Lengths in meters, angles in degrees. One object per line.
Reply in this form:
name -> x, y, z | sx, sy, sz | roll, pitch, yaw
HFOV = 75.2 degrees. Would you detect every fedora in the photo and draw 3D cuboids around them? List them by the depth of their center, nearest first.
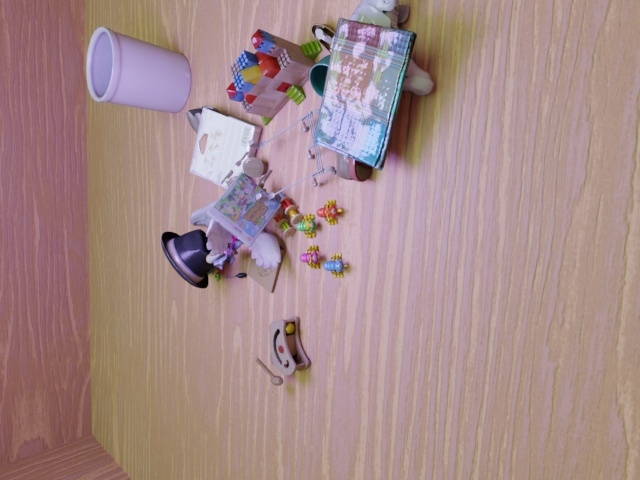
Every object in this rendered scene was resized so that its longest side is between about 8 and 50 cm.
fedora -> -0.548, 0.050, 1.834 | 0.152, 0.334, 0.334 | -37, 64, 2

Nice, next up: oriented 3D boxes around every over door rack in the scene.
over door rack -> -0.097, -0.301, 1.509 | 0.323, 0.108, 0.240 | -17, 76, 28

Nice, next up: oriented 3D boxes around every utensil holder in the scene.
utensil holder -> -0.879, -0.811, 2.027 | 0.327, 0.385, 0.329 | 5, 97, 42

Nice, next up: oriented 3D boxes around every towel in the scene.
towel -> 0.111, -0.421, 1.201 | 0.271, 0.040, 0.371 | 30, 122, 32

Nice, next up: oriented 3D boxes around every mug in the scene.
mug -> 0.053, -0.541, 1.370 | 0.157, 0.097, 0.130 | 21, 145, 27

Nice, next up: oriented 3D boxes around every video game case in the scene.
video game case -> -0.275, -0.116, 1.524 | 0.193, 0.213, 0.023 | 39, 152, -11

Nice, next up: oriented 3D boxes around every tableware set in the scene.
tableware set -> -0.309, -0.271, 1.722 | 0.194, 0.128, 0.039 | -43, 22, 23

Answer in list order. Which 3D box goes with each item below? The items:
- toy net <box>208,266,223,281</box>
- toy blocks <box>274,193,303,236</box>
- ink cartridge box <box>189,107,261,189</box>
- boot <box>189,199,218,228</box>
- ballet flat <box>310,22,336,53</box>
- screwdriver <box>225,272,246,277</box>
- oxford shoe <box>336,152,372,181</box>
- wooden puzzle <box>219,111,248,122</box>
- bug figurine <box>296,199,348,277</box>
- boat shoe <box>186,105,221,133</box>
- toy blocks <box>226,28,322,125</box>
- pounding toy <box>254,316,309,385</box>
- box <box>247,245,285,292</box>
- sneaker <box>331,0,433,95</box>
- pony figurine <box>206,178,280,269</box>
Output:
toy net -> -0.500, 0.074, 1.970 | 0.122, 0.045, 0.233 | 35, 115, 36
toy blocks -> -0.143, -0.106, 1.623 | 0.148, 0.054, 0.123 | 52, 124, 27
ink cartridge box -> -0.410, -0.384, 1.780 | 0.260, 0.066, 0.297 | 24, 110, 14
boot -> -0.525, -0.087, 1.946 | 0.258, 0.095, 0.124 | -24, 70, 40
ballet flat -> 0.043, -0.659, 1.402 | 0.232, 0.073, 0.080 | 50, 124, 28
screwdriver -> -0.392, 0.160, 1.894 | 0.169, 0.024, 0.025 | -6, 119, 45
oxford shoe -> 0.095, -0.368, 1.343 | 0.130, 0.122, 0.349 | 11, 100, 44
wooden puzzle -> -0.421, -0.449, 1.861 | 0.238, 0.044, 0.221 | 27, 110, 38
bug figurine -> 0.000, 0.000, 1.488 | 0.216, 0.072, 0.280 | -9, 87, 43
boat shoe -> -0.540, -0.561, 1.925 | 0.335, 0.095, 0.112 | 29, 143, 59
toy blocks -> -0.204, -0.591, 1.507 | 0.381, 0.260, 0.191 | -34, 71, 39
pounding toy -> -0.148, 0.437, 1.597 | 0.154, 0.154, 0.270 | 0, 93, 47
box -> -0.229, 0.092, 1.738 | 0.164, 0.021, 0.202 | 32, 113, 36
sneaker -> 0.211, -0.586, 1.207 | 0.365, 0.137, 0.210 | 41, 113, 24
pony figurine -> -0.327, -0.031, 1.650 | 0.363, 0.302, 0.352 | -36, 43, 43
